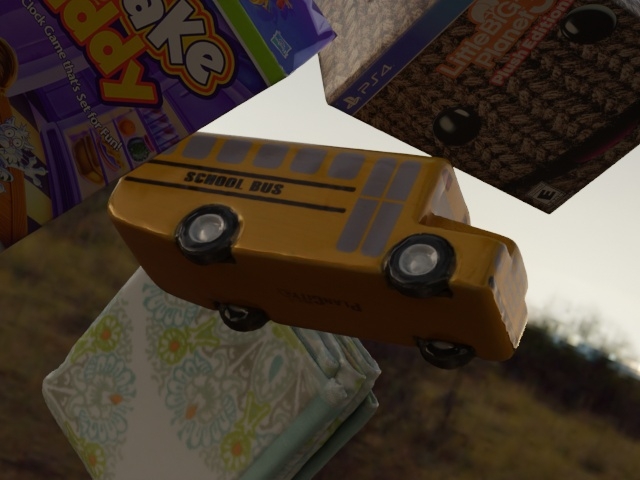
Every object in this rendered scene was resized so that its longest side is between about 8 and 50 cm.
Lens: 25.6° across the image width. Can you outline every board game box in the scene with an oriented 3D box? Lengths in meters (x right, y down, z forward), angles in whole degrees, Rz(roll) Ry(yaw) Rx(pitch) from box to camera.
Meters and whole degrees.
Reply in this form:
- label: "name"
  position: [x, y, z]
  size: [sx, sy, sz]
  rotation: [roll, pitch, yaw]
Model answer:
- label: "board game box"
  position: [-0.185, -0.186, 0.725]
  size: [0.347, 0.233, 0.078]
  rotation: [56, 29, -9]
- label: "board game box"
  position: [0.178, -0.186, 1.290]
  size: [0.291, 0.232, 0.141]
  rotation: [23, 41, -33]

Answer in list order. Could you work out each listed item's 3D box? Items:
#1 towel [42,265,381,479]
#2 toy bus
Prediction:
- label: "towel"
  position: [-0.131, 0.170, 1.590]
  size: [0.090, 0.374, 0.320]
  rotation: [14, 34, -53]
- label: "toy bus"
  position: [0.000, 0.000, 1.094]
  size: [0.333, 0.130, 0.108]
  rotation: [8, -34, 27]
